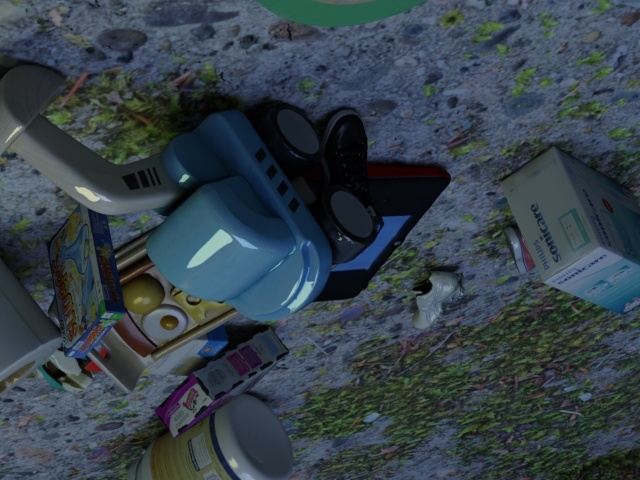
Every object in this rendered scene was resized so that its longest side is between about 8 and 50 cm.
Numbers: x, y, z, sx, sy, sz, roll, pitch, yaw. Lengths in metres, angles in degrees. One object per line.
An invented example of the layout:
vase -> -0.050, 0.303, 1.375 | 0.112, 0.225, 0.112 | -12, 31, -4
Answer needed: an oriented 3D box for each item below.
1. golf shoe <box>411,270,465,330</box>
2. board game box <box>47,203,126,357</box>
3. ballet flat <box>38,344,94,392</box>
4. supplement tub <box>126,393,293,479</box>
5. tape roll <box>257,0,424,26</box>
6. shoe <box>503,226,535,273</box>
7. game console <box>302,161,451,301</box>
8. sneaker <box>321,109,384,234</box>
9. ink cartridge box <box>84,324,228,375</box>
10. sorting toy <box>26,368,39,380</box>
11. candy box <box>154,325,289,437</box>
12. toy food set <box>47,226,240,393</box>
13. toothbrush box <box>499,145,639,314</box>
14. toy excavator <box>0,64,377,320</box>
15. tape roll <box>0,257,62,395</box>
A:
golf shoe -> 0.211, 0.112, 2.271 | 0.086, 0.069, 0.176 | 18, 136, -16
board game box -> -0.353, 0.056, 1.725 | 0.035, 0.201, 0.136 | 10, 140, -38
ballet flat -> -0.456, 0.229, 2.061 | 0.083, 0.087, 0.247 | -50, 151, -12
supplement tub -> -0.242, 0.491, 2.485 | 0.316, 0.228, 0.228 | -32, 147, 25
tape roll -> 0.049, -0.384, 1.327 | 0.321, 0.077, 0.321 | -12, 150, -7
shoe -> 0.399, 0.007, 2.179 | 0.081, 0.063, 0.178 | -23, 155, 7
game console -> 0.000, 0.000, 1.960 | 0.342, 0.060, 0.386 | 1, 146, -29
sneaker -> 0.057, -0.079, 1.726 | 0.079, 0.121, 0.216 | -13, 125, -27
ink cartridge box -> -0.302, 0.179, 2.081 | 0.231, 0.078, 0.134 | 8, 141, -37
sorting toy -> -0.540, 0.214, 2.056 | 0.083, 0.045, 0.075 | 5, 136, -34
candy box -> -0.186, 0.269, 2.200 | 0.233, 0.071, 0.159 | -30, 168, -48
toy food set -> -0.257, 0.110, 1.878 | 0.306, 0.092, 0.219 | -29, 122, 15
toothbrush box -> 0.474, -0.012, 2.029 | 0.126, 0.216, 0.295 | -37, 144, 29
toy excavator -> -0.191, -0.064, 1.554 | 0.222, 0.433, 0.445 | -38, 172, 32
tape roll -> -0.534, 0.158, 1.731 | 0.246, 0.169, 0.246 | -38, 178, -2
